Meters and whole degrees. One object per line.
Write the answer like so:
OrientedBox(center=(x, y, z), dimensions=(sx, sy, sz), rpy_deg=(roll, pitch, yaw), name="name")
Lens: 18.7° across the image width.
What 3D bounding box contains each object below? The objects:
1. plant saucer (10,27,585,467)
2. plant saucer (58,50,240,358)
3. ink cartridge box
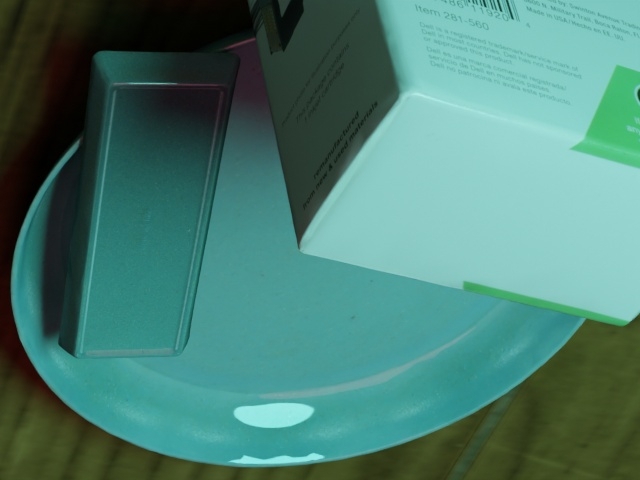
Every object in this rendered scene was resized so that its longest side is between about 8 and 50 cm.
OrientedBox(center=(0.000, 0.000, 0.998), dimensions=(0.318, 0.043, 0.317), rpy_deg=(-8, 136, -7), name="plant saucer")
OrientedBox(center=(-0.083, -0.010, 0.922), dimensions=(0.067, 0.018, 0.192), rpy_deg=(-1, 134, -15), name="plant saucer")
OrientedBox(center=(0.060, -0.088, 0.799), dimensions=(0.160, 0.219, 0.092), rpy_deg=(14, 132, -26), name="ink cartridge box")
